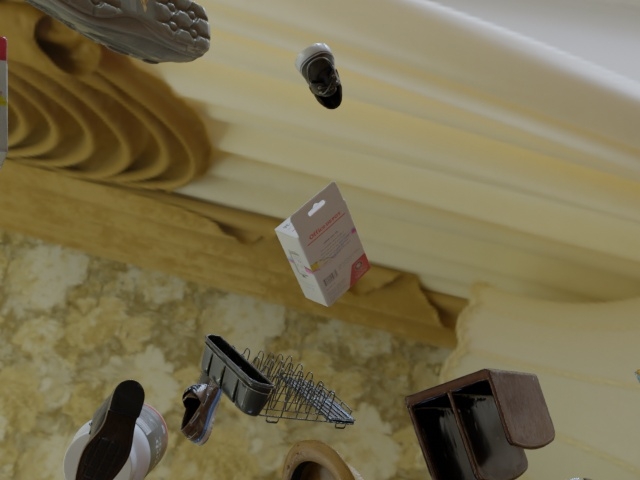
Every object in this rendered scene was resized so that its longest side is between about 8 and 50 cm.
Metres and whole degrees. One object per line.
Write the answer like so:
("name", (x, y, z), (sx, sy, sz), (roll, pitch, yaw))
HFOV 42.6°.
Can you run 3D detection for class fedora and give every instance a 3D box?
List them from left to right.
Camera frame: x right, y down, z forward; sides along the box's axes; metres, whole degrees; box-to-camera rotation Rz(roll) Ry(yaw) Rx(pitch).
("fedora", (0.018, 0.397, 1.281), (0.079, 0.194, 0.194), (-1, -73, -39))

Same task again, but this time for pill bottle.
("pill bottle", (-0.536, 0.552, 2.156), (0.363, 0.210, 0.210), (53, -131, -88))

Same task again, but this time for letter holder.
("letter holder", (0.295, 0.345, 1.386), (0.302, 0.152, 0.214), (20, -130, -60))

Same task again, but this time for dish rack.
("dish rack", (-0.067, 0.256, 1.460), (0.271, 0.208, 0.074), (16, -81, -37))

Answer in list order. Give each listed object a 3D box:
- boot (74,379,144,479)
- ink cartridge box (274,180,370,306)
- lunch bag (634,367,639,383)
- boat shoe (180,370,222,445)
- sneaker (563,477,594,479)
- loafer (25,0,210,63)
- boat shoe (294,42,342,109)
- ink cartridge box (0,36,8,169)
("boot", (-0.387, 0.362, 1.501), (0.219, 0.082, 0.106), (-67, 15, -18))
("ink cartridge box", (0.000, 0.000, 1.400), (0.115, 0.067, 0.198), (-41, -52, -26))
("lunch bag", (0.498, 0.206, 1.157), (0.083, 0.053, 0.071), (68, 152, 21))
("boat shoe", (-0.253, 0.336, 1.732), (0.066, 0.066, 0.183), (40, -145, -32))
("sneaker", (0.367, 0.439, 1.310), (0.071, 0.190, 0.083), (172, 94, -71))
("loafer", (-0.282, -0.296, 1.050), (0.319, 0.111, 0.112), (17, -115, -50))
("boat shoe", (0.006, -0.326, 1.680), (0.076, 0.080, 0.228), (59, 178, 13))
("ink cartridge box", (-0.527, -0.196, 1.197), (0.128, 0.127, 0.176), (-25, 67, 61))
